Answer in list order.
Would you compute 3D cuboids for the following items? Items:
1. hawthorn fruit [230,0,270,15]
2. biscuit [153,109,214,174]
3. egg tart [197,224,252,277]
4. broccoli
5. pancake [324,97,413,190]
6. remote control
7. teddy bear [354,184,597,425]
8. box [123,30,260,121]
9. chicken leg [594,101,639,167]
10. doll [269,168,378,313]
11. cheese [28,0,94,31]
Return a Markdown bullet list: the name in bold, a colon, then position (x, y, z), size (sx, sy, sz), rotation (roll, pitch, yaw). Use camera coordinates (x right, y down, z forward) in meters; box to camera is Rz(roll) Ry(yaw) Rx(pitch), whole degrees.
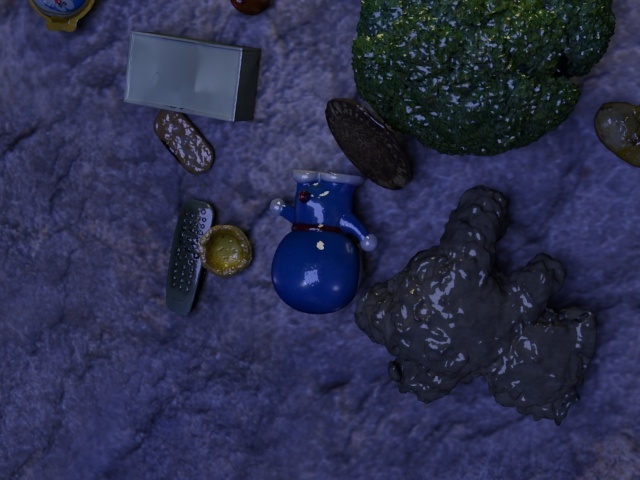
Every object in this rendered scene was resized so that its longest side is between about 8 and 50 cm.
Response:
- **hawthorn fruit**: position (-0.124, -0.429, 1.885), size (0.077, 0.077, 0.077), rotation (4, 100, 22)
- **biscuit**: position (-0.255, -0.185, 2.009), size (0.071, 0.018, 0.147), rotation (-44, 80, 20)
- **egg tart**: position (-0.175, 0.016, 1.987), size (0.105, 0.039, 0.105), rotation (-2, 108, -5)
- **broccoli**: position (0.229, -0.280, 1.652), size (0.413, 0.321, 0.310), rotation (-27, 79, 41)
- **pancake**: position (0.080, -0.159, 1.803), size (0.199, 0.199, 0.021), rotation (41, 70, 11)
- **remote control**: position (-0.244, 0.031, 2.028), size (0.072, 0.042, 0.222), rotation (17, 104, 17)
- **teddy bear**: position (0.273, 0.147, 1.776), size (0.367, 0.224, 0.357), rotation (40, 110, -5)
- **box**: position (-0.230, -0.296, 1.943), size (0.225, 0.086, 0.129), rotation (13, 103, 20)
- **chicken leg**: position (0.502, -0.150, 1.682), size (0.093, 0.070, 0.178), rotation (-41, 89, 17)
- **doll**: position (0.000, 0.000, 1.877), size (0.215, 0.161, 0.257), rotation (7, 85, 35)
- **cheese**: position (-0.485, -0.527, 2.018), size (0.177, 0.069, 0.270), rotation (7, 101, 21)
